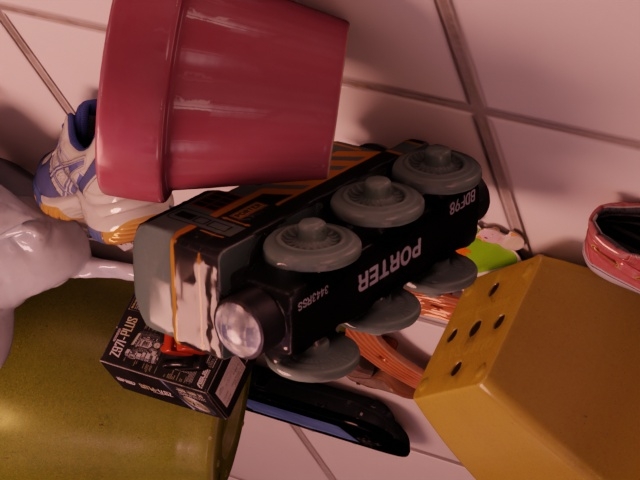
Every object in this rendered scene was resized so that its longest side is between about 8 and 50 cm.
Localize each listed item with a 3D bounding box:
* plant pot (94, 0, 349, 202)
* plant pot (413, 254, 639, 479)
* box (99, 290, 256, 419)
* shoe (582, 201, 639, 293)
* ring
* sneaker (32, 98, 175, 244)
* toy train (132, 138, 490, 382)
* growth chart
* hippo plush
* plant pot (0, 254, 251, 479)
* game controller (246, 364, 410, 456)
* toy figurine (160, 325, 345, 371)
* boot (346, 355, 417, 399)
[{"bbox_3d":[-0.073,-0.124,1.313,0.180,0.201,0.201,7,158,0],"label":"plant pot"},{"bbox_3d":[0.218,0.131,1.561,0.187,0.212,0.212,35,157,-14],"label":"plant pot"},{"bbox_3d":[-0.144,0.096,1.894,0.147,0.180,0.077,14,156,25],"label":"box"},{"bbox_3d":[0.307,0.023,1.398,0.178,0.063,0.081,23,164,16],"label":"shoe"},{"bbox_3d":[0.164,0.124,1.839,0.337,0.032,0.336,21,160,8],"label":"ring"},{"bbox_3d":[-0.222,-0.085,1.688,0.112,0.131,0.296,-14,-165,-25],"label":"sneaker"},{"bbox_3d":[0.000,0.000,1.374,0.190,0.334,0.142,18,122,33],"label":"toy train"},{"bbox_3d":[0.093,-0.014,1.602,0.237,0.021,0.172,27,159,-10],"label":"growth chart"},{"bbox_3d":[-0.391,0.037,1.850,0.294,0.236,0.234,29,-174,-27],"label":"hippo plush"},{"bbox_3d":[-0.276,0.179,2.075,0.353,0.366,0.366,9,157,6],"label":"plant pot"},{"bbox_3d":[-0.031,0.231,2.255,0.319,0.067,0.166,15,157,26],"label":"game controller"},{"bbox_3d":[-0.073,0.057,1.724,0.209,0.148,0.213,3,168,-3],"label":"toy figurine"},{"bbox_3d":[0.082,0.171,2.036,0.118,0.042,0.087,25,165,1],"label":"boot"}]
